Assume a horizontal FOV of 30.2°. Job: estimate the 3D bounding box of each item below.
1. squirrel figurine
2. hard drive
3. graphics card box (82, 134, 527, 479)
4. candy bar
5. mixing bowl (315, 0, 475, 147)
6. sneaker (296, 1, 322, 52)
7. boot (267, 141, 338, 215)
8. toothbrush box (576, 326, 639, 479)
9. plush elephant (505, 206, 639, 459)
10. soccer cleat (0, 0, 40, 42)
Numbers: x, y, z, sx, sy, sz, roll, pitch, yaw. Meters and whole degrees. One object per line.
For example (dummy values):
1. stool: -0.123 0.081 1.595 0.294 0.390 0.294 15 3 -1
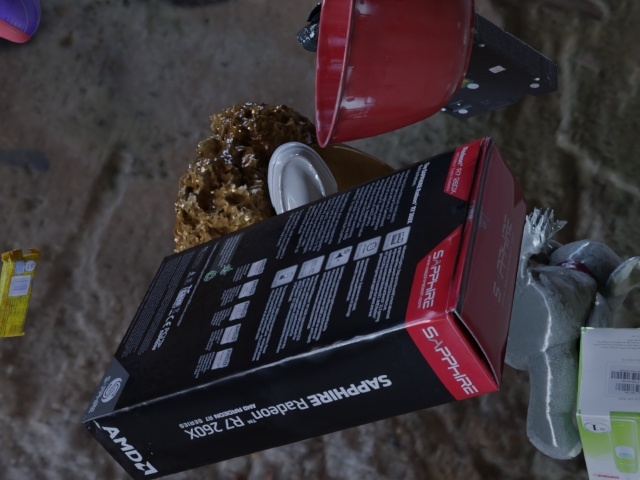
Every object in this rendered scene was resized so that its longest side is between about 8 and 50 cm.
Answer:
1. squirrel figurine: -0.080 0.014 1.739 0.281 0.397 0.370 11 65 55
2. hard drive: 0.254 -0.331 2.206 0.237 0.339 0.064 -15 66 42
3. graphics card box: -0.011 0.063 1.021 0.371 0.094 0.233 -19 32 28
4. candy bar: -0.306 0.058 1.178 0.018 0.040 0.161 67 149 30
5. mixing bowl: 0.056 -0.156 0.875 0.181 0.098 0.181 -176 90 -82
6. sneaker: 0.028 -0.319 1.757 0.089 0.051 0.170 -39 -14 34
7. boot: 0.000 0.000 1.557 0.123 0.095 0.258 -123 14 -76
8. toothbrush box: 0.434 0.223 1.475 0.283 0.206 0.122 63 -148 -57
9. plush elephant: 0.344 0.097 1.700 0.272 0.255 0.330 26 113 41
10. soccer cleat: -0.223 -0.194 0.579 0.095 0.248 0.083 -51 -9 2
